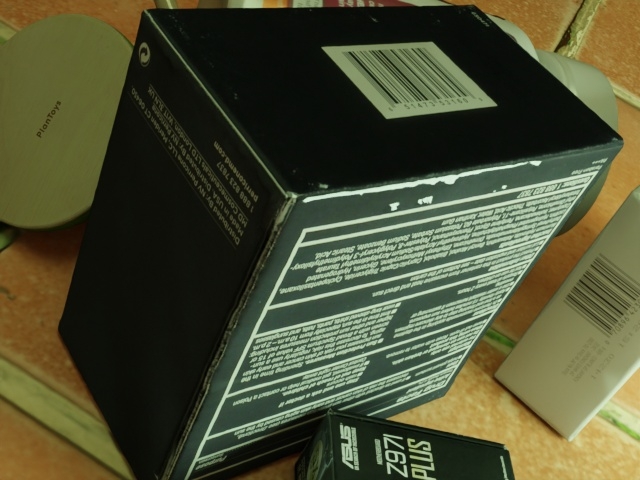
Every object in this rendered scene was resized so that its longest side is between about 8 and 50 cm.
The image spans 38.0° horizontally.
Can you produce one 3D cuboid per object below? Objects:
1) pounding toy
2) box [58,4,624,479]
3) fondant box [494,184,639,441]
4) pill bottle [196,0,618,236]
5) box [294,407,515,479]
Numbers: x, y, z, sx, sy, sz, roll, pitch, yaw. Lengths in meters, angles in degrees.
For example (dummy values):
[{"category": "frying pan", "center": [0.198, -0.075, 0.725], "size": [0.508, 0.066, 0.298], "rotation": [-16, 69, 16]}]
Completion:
[{"category": "pounding toy", "center": [-0.178, -0.102, 0.790], "size": [0.182, 0.237, 0.110], "rotation": [63, 14, 21]}, {"category": "box", "center": [0.000, 0.000, 0.670], "size": [0.296, 0.294, 0.182], "rotation": [-11, 51, -38]}, {"category": "fondant box", "center": [0.326, 0.015, 0.886], "size": [0.096, 0.238, 0.330], "rotation": [41, 41, 18]}, {"category": "pill bottle", "center": [0.071, -0.128, 0.908], "size": [0.392, 0.224, 0.224], "rotation": [12, 42, -18]}, {"category": "box", "center": [0.063, 0.221, 0.637], "size": [0.147, 0.077, 0.180], "rotation": [14, 41, -15]}]
